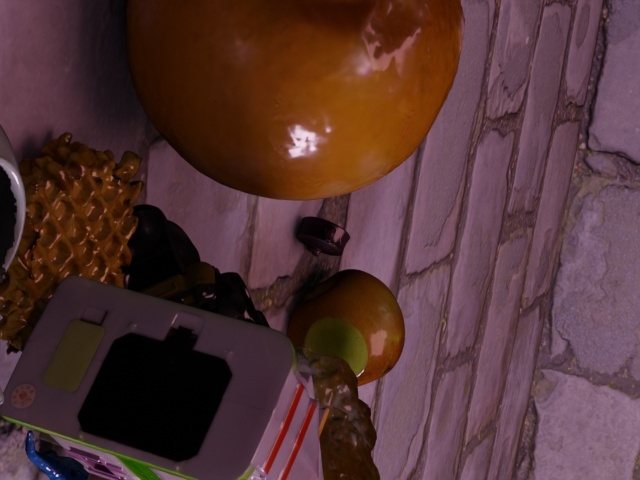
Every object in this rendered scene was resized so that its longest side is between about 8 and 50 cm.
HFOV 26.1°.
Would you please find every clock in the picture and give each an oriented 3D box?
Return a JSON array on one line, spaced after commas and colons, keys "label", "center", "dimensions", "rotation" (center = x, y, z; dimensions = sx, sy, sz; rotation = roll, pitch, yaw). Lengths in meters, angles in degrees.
[{"label": "clock", "center": [-0.105, 0.187, 1.236], "dimensions": [0.166, 0.235, 0.309], "rotation": [-67, 155, -22]}]

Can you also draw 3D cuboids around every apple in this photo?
[{"label": "apple", "center": [0.032, 0.119, 1.876], "dimensions": [0.146, 0.163, 0.147], "rotation": [-56, 131, -68]}]

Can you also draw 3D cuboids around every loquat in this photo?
[{"label": "loquat", "center": [-0.024, -0.199, 1.290], "dimensions": [0.328, 0.328, 0.328], "rotation": [14, 90, -68]}]

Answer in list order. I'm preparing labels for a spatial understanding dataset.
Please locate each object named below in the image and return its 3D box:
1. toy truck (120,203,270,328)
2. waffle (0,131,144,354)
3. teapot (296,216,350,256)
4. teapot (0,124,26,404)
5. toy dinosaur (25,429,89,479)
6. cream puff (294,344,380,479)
[{"label": "toy truck", "center": [-0.140, 0.069, 1.408], "dimensions": [0.224, 0.147, 0.165], "rotation": [59, 7, -64]}, {"label": "waffle", "center": [-0.236, 0.006, 1.224], "dimensions": [0.197, 0.070, 0.193], "rotation": [-32, 132, -57]}, {"label": "teapot", "center": [0.000, 0.000, 1.802], "dimensions": [0.045, 0.068, 0.100], "rotation": [-66, -170, -15]}, {"label": "teapot", "center": [-0.290, -0.022, 0.987], "dimensions": [0.193, 0.129, 0.294], "rotation": [-43, 141, -56]}, {"label": "toy dinosaur", "center": [-0.223, 0.277, 1.340], "dimensions": [0.076, 0.144, 0.329], "rotation": [-50, 125, -26]}, {"label": "cream puff", "center": [-0.060, 0.246, 1.683], "dimensions": [0.282, 0.185, 0.282], "rotation": [32, 42, -35]}]
